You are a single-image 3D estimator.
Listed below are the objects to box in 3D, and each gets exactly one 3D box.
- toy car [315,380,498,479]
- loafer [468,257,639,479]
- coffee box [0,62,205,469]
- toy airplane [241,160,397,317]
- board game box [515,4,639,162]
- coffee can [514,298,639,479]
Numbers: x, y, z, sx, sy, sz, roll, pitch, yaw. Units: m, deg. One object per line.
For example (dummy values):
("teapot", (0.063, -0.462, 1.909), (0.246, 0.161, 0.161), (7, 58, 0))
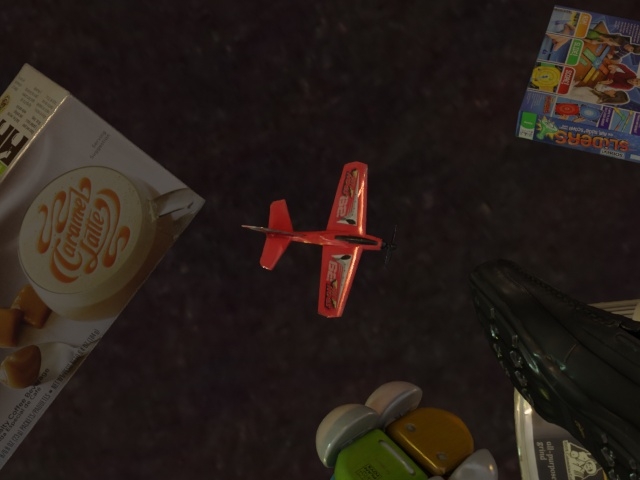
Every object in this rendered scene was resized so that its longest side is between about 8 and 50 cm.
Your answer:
("toy car", (0.077, 0.245, 1.602), (0.182, 0.159, 0.136), (-21, 145, -47))
("loafer", (0.163, 0.075, 0.877), (0.078, 0.223, 0.076), (-31, 131, -12))
("coffee box", (-0.218, 0.020, 1.091), (0.141, 0.098, 0.246), (40, 86, -35))
("toy airplane", (0.000, 0.000, 1.455), (0.151, 0.151, 0.028), (-37, 160, 6))
("board game box", (0.288, -0.165, 1.609), (0.136, 0.201, 0.035), (13, 133, 11))
("coffee can", (0.309, 0.137, 1.196), (0.275, 0.201, 0.201), (-7, 141, 23))
